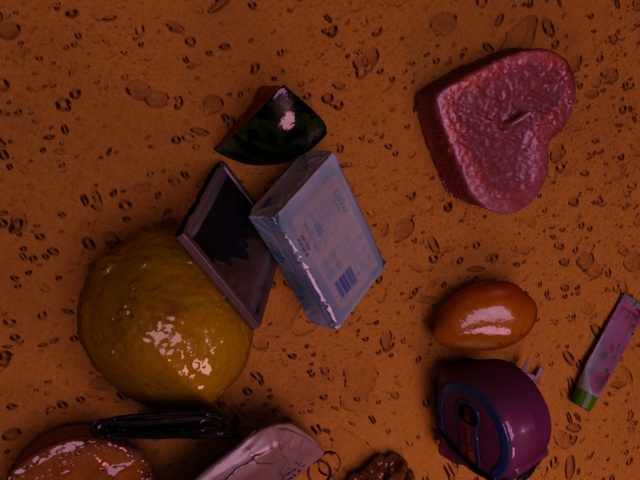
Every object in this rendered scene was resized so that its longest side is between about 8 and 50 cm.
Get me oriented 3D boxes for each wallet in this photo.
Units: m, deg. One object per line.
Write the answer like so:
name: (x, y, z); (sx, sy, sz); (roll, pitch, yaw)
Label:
wallet: (-0.138, 0.452, 1.235); (0.335, 0.068, 0.274); (-36, 139, -7)
wallet: (-0.231, 0.298, 1.081); (0.169, 0.317, 0.044); (-3, 73, 2)

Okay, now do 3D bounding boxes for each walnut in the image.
walnut: (0.123, 0.523, 1.392); (0.170, 0.069, 0.143); (-32, 110, -12)

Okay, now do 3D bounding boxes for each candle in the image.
candle: (0.321, -0.224, 1.248); (0.287, 0.131, 0.316); (21, 94, -20)

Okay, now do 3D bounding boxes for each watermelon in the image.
watermelon: (-0.089, -0.176, 1.127); (0.145, 0.137, 0.193); (-52, 155, -3)

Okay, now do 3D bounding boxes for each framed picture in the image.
framed picture: (-0.135, -0.003, 1.080); (0.018, 0.265, 0.192); (-28, 114, 20)

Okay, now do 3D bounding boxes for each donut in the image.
donut: (-0.414, 0.442, 1.161); (0.278, 0.108, 0.277); (-5, 105, -19)

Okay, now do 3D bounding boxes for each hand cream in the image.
hand cream: (0.650, 0.255, 1.528); (0.079, 0.050, 0.275); (32, 85, -48)

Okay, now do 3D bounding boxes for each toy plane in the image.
toy plane: (0.433, 0.342, 1.451); (0.162, 0.066, 0.171); (-28, 125, -39)

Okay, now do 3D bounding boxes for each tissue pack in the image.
tissue pack: (0.000, 0.000, 1.163); (0.177, 0.089, 0.263); (-51, 128, -30)

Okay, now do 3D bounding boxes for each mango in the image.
mango: (0.325, 0.156, 1.349); (0.219, 0.112, 0.144); (-12, 110, -12)

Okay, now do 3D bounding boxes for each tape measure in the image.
tape measure: (0.330, 0.347, 1.333); (0.149, 0.245, 0.231); (-16, 110, -32)

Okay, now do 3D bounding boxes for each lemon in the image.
lemon: (-0.236, 0.128, 1.069); (0.268, 0.268, 0.321); (-39, 129, -7)
